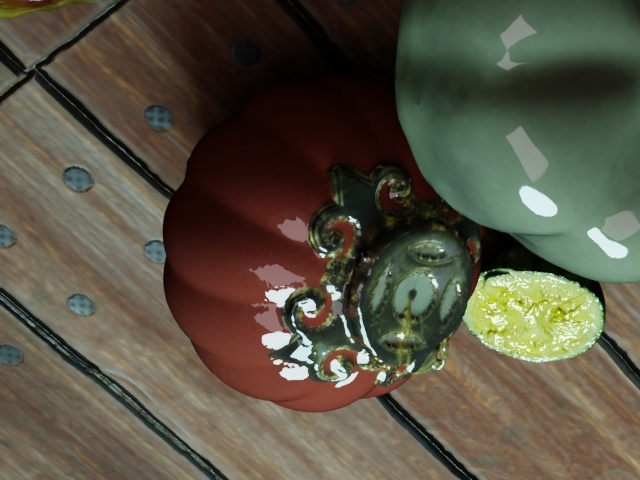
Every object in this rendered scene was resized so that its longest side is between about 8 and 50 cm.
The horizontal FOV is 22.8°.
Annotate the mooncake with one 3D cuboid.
[{"bbox_3d":[0.177,-0.110,0.932,0.275,0.135,0.275,-5,104,-21],"label":"mooncake"}]

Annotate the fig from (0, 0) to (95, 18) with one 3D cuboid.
[{"bbox_3d":[-0.191,-0.235,0.902,0.286,0.286,0.368,24,157,-13],"label":"fig"}]

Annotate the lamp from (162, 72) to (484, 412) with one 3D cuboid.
[{"bbox_3d":[0.000,0.000,1.045,0.227,0.227,0.227,2,127,3],"label":"lamp"}]

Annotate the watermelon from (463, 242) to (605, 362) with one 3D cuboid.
[{"bbox_3d":[0.154,0.038,1.139,0.105,0.062,0.105,8,137,7],"label":"watermelon"}]
